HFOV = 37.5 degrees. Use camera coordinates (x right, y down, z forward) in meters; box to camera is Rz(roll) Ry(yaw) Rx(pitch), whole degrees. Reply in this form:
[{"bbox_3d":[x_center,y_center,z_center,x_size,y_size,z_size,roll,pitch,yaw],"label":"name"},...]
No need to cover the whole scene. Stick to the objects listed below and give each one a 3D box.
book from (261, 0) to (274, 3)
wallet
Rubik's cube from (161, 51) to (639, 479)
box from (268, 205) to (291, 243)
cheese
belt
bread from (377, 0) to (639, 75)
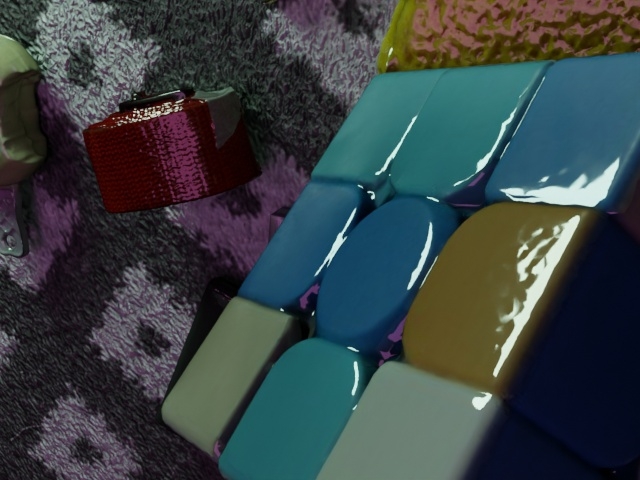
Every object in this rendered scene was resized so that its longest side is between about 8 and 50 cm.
[{"bbox_3d":[-0.009,-0.355,0.918,0.228,0.024,0.160,-27,94,32],"label":"book"},{"bbox_3d":[-0.110,0.173,1.159,0.149,0.044,0.250,29,119,11],"label":"wallet"},{"bbox_3d":[0.156,0.103,0.687,0.347,0.346,0.344,36,167,-29],"label":"Rubik's cube"},{"bbox_3d":[0.000,0.000,1.038,0.117,0.036,0.050,13,115,23],"label":"box"},{"bbox_3d":[-0.407,-0.113,1.187,0.163,0.082,0.286,5,113,27],"label":"cheese"},{"bbox_3d":[-0.166,-0.106,1.032,0.201,0.128,0.124,-7,106,31],"label":"belt"},{"bbox_3d":[0.242,-0.215,0.770,0.333,0.143,0.323,30,118,15],"label":"bread"}]
